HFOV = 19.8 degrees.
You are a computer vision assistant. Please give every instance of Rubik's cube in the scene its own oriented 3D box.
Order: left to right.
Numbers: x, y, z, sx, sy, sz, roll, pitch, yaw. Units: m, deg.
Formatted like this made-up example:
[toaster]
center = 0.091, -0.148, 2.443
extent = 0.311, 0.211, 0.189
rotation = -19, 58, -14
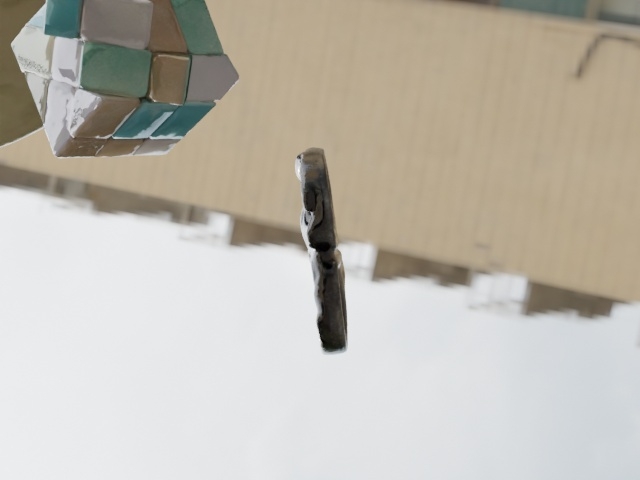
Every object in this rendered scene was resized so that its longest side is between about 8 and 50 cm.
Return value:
[Rubik's cube]
center = -0.082, -0.082, 0.766
extent = 0.075, 0.073, 0.084
rotation = -27, -98, -46

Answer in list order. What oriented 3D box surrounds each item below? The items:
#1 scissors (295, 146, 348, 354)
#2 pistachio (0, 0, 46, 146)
[scissors]
center = 0.000, 0.000, 1.056
extent = 0.300, 0.022, 0.109
rotation = -114, 18, -87
[pistachio]
center = -0.251, -0.175, 1.290
extent = 0.208, 0.332, 0.226
rotation = 36, -139, -72
